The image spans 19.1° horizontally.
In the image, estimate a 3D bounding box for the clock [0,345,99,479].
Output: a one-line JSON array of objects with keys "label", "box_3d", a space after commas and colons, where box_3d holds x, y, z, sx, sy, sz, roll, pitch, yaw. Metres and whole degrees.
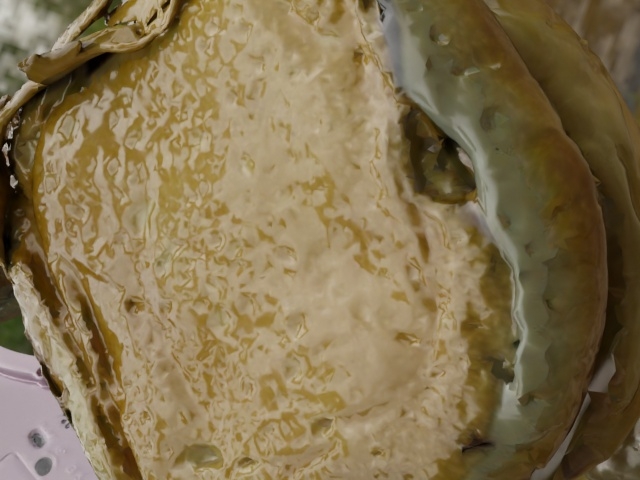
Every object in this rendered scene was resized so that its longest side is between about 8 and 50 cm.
[{"label": "clock", "box_3d": [-0.184, 0.142, 1.408, 0.275, 0.290, 0.080, -42, -37, -13]}]

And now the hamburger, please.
[{"label": "hamburger", "box_3d": [0.000, 0.000, 0.827, 0.158, 0.319, 0.318, -24, -39, -55]}]

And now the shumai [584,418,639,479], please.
[{"label": "shumai", "box_3d": [0.316, 0.125, 1.312, 0.262, 0.267, 0.314, -118, 20, -52]}]

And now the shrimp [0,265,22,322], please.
[{"label": "shrimp", "box_3d": [-0.357, 0.053, 1.865, 0.126, 0.223, 0.047, -40, 61, 35]}]
